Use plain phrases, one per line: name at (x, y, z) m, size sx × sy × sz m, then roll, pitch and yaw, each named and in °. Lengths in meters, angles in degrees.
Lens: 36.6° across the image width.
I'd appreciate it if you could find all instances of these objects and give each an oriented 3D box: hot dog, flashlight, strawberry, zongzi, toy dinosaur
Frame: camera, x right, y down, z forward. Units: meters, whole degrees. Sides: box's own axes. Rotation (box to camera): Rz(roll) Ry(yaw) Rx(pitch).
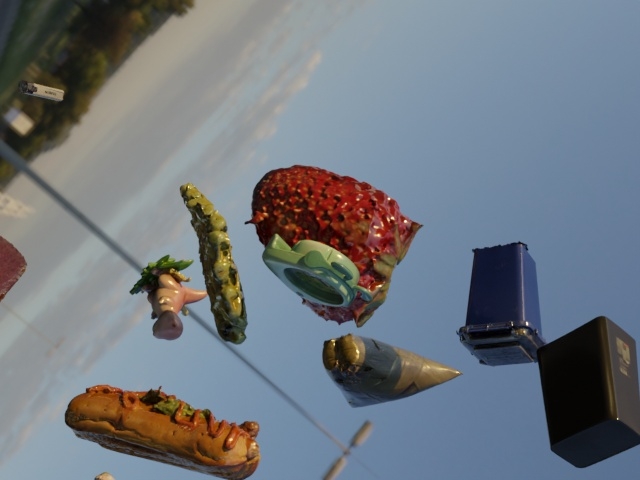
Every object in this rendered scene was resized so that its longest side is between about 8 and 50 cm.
hot dog at (-0.261, 0.313, 1.631) m, size 0.349 × 0.158 × 0.117 m, roll 7°, pitch -110°, yaw 24°
flashlight at (-0.421, -0.226, 1.460) m, size 0.083 × 0.018 × 0.018 m, roll 2°, pitch 99°, yaw -67°
strawberry at (0.000, 0.000, 1.899) m, size 0.292 × 0.343 × 0.292 m, roll 25°, pitch 90°, yaw -85°
zongzi at (0.169, 0.285, 2.228) m, size 0.300 × 0.274 × 0.145 m, roll -7°, pitch -114°, yaw 10°
toy dinosaur at (-0.332, 0.131, 2.200) m, size 0.152 × 0.177 × 0.194 m, roll -50°, pitch 160°, yaw 25°

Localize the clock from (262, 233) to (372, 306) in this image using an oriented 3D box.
clock at (0.002, 0.057, 1.664) m, size 0.188 × 0.148 × 0.060 m, roll 11°, pitch -118°, yaw 41°

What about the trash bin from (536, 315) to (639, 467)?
trash bin at (0.495, 0.280, 1.779) m, size 0.165 × 0.115 × 0.225 m, roll -35°, pitch -151°, yaw 35°

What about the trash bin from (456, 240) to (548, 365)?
trash bin at (0.380, 0.130, 2.025) m, size 0.162 × 0.184 × 0.234 m, roll -8°, pitch -120°, yaw 27°

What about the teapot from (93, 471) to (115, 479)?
teapot at (-0.449, 0.536, 1.810) m, size 0.163 × 0.221 × 0.178 m, roll 4°, pitch -128°, yaw 12°

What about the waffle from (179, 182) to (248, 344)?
waffle at (-0.208, 0.042, 1.943) m, size 0.073 × 0.297 × 0.317 m, roll -15°, pitch -148°, yaw -10°

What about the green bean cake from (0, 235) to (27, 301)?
green bean cake at (-0.624, 0.116, 1.646) m, size 0.198 × 0.097 × 0.232 m, roll -23°, pitch -149°, yaw 45°
